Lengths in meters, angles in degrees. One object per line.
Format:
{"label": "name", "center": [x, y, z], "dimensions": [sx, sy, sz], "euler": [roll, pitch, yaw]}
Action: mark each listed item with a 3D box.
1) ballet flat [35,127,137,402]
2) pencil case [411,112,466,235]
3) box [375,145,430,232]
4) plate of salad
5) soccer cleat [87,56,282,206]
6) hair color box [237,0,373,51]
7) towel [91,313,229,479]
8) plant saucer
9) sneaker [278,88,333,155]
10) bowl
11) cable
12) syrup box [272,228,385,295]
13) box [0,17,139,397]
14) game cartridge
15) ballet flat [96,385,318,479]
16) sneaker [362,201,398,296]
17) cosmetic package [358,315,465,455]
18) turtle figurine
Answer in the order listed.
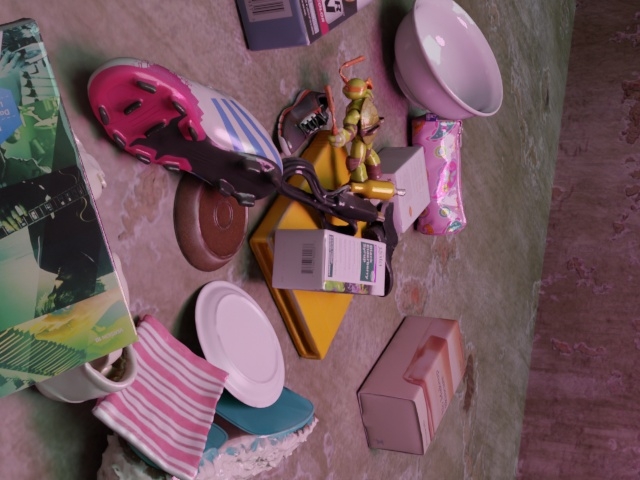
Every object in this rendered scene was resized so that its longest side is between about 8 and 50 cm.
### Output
{"label": "ballet flat", "center": [-0.271, -0.011, 0.867], "dimensions": [0.139, 0.139, 0.400], "euler": [-39, 125, -55]}
{"label": "pencil case", "center": [0.273, -0.155, 1.903], "dimensions": [0.124, 0.124, 0.284], "euler": [-24, 113, -60]}
{"label": "box", "center": [0.151, -0.107, 1.701], "dimensions": [0.170, 0.091, 0.130], "euler": [-43, 128, -54]}
{"label": "plate of salad", "center": [-0.122, 0.153, 1.214], "dimensions": [0.200, 0.048, 0.200], "euler": [45, 28, -32]}
{"label": "soccer cleat", "center": [-0.177, -0.158, 1.087], "dimensions": [0.331, 0.116, 0.143], "euler": [33, 31, -49]}
{"label": "hair color box", "center": [-0.006, -0.460, 1.368], "dimensions": [0.374, 0.114, 0.185], "euler": [-50, 133, -51]}
{"label": "towel", "center": [-0.188, 0.186, 1.009], "dimensions": [0.144, 0.029, 0.197], "euler": [40, 25, -15]}
{"label": "plant saucer", "center": [-0.150, -0.038, 1.203], "dimensions": [0.168, 0.029, 0.168], "euler": [-9, 100, -62]}
{"label": "sneaker", "center": [-0.022, -0.205, 1.397], "dimensions": [0.158, 0.065, 0.061], "euler": [-66, 146, -37]}
{"label": "bowl", "center": [0.252, -0.374, 1.786], "dimensions": [0.298, 0.134, 0.297], "euler": [26, 50, -36]}
{"label": "cable", "center": [0.007, -0.075, 1.360], "dimensions": [0.287, 0.139, 0.072], "euler": [19, 48, -42]}
{"label": "syrup box", "center": [0.021, 0.039, 1.356], "dimensions": [0.237, 0.096, 0.093], "euler": [12, 80, -61]}
{"label": "box", "center": [-0.317, -0.009, 0.731], "dimensions": [0.232, 0.058, 0.322], "euler": [-22, 116, -21]}
{"label": "game cartridge", "center": [0.000, 0.000, 1.475], "dimensions": [0.323, 0.053, 0.285], "euler": [-63, 143, -43]}
{"label": "ballet flat", "center": [-0.158, 0.290, 1.134], "dimensions": [0.409, 0.147, 0.147], "euler": [1, 90, -59]}
{"label": "sneaker", "center": [0.125, 0.017, 1.610], "dimensions": [0.089, 0.051, 0.170], "euler": [-35, 118, -54]}
{"label": "cosmetic package", "center": [0.204, 0.304, 1.782], "dimensions": [0.296, 0.129, 0.153], "euler": [-49, 134, -50]}
{"label": "turtle figurine", "center": [0.071, -0.201, 1.449], "dimensions": [0.269, 0.087, 0.217], "euler": [-73, 160, -55]}
